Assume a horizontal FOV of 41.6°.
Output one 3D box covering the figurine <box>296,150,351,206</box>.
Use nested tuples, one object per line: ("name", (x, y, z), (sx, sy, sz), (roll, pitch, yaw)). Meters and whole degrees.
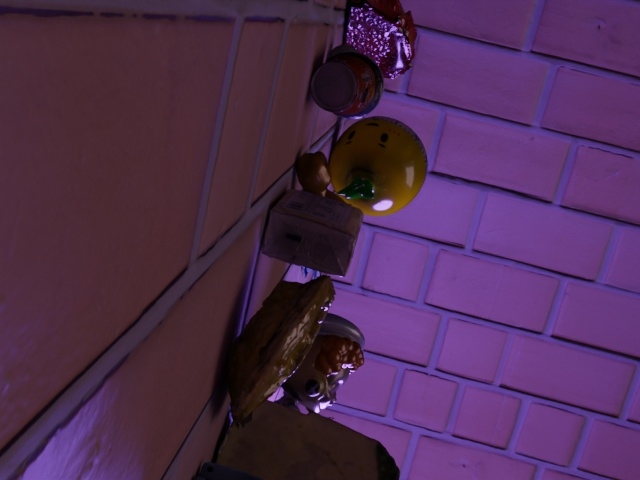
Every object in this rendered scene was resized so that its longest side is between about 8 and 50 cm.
("figurine", (-0.015, -0.077, 1.562), (0.122, 0.121, 0.176), (-55, 144, -48))

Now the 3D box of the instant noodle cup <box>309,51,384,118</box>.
("instant noodle cup", (0.041, -0.274, 1.491), (0.135, 0.127, 0.127), (-36, 140, -71))

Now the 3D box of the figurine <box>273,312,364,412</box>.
("figurine", (-0.066, 0.315, 1.818), (0.382, 0.205, 0.224), (-52, 169, -26))

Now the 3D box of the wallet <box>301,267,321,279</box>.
("wallet", (0.001, 0.000, 2.283), (0.141, 0.059, 0.202), (99, 6, -73))

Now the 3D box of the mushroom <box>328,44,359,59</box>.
("mushroom", (0.042, -0.334, 1.635), (0.079, 0.085, 0.085), (-14, -123, 61))

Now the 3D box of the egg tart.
("egg tart", (-0.075, 0.164, 1.332), (0.279, 0.095, 0.279), (-55, 172, -12))

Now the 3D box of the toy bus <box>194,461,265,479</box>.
("toy bus", (-0.162, 0.460, 1.233), (0.246, 0.113, 0.134), (-73, -178, -52))

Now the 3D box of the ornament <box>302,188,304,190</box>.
("ornament", (-0.017, -0.111, 1.762), (0.092, 0.041, 0.068), (121, -9, -69))

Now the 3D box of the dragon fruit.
("dragon fruit", (0.118, -0.458, 1.801), (0.262, 0.162, 0.189), (94, -16, -68))

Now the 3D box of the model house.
("model house", (-0.051, 0.467, 1.514), (0.266, 0.321, 0.261), (101, 11, -58))

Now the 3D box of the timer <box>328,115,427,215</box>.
("timer", (0.134, -0.172, 2.213), (0.285, 0.285, 0.285), (14, 90, -86))

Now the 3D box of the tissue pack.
("tissue pack", (-0.009, -0.016, 1.419), (0.196, 0.148, 0.092), (-62, 169, -73))
